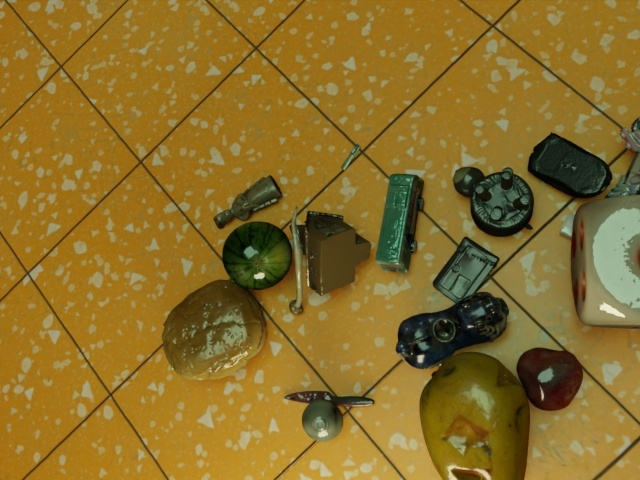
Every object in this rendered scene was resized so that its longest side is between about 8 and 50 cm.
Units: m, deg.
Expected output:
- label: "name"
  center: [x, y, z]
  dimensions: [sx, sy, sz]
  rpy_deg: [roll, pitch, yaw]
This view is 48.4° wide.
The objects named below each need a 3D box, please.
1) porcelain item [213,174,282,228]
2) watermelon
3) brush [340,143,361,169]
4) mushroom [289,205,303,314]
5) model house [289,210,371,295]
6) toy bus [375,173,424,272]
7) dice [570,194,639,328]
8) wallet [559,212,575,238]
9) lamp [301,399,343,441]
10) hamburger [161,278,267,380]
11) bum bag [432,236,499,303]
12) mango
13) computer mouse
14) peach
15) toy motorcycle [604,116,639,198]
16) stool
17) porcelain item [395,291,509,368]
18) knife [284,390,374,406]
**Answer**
- label: "porcelain item"
  center: [-0.216, -0.104, 2.035]
  dimensions: [0.213, 0.054, 0.084]
  rpy_deg: [-30, 68, 9]
- label: "watermelon"
  center: [-0.169, 0.039, 1.914]
  dimensions: [0.188, 0.215, 0.188]
  rpy_deg: [-1, 99, -3]
- label: "brush"
  center: [0.084, -0.235, 1.995]
  dimensions: [0.016, 0.013, 0.084]
  rpy_deg: [34, 89, 20]
- label: "mushroom"
  center: [-0.061, 0.064, 1.856]
  dimensions: [0.068, 0.043, 0.306]
  rpy_deg: [32, 129, 46]
- label: "model house"
  center: [0.000, 0.000, 1.908]
  dimensions: [0.176, 0.181, 0.248]
  rpy_deg: [-18, 34, -28]
- label: "toy bus"
  center: [0.209, -0.050, 1.861]
  dimensions: [0.091, 0.109, 0.262]
  rpy_deg: [4, 76, 25]
- label: "dice"
  center: [0.719, 0.057, 1.548]
  dimensions: [0.304, 0.304, 0.277]
  rpy_deg: [-1, 82, 12]
- label: "wallet"
  center: [0.657, -0.018, 1.751]
  dimensions: [0.122, 0.025, 0.061]
  rpy_deg: [26, 88, 22]
- label: "lamp"
  center: [0.005, 0.454, 1.794]
  dimensions: [0.105, 0.105, 0.105]
  rpy_deg: [-4, 75, 16]
- label: "hamburger"
  center: [-0.291, 0.246, 1.922]
  dimensions: [0.283, 0.144, 0.259]
  rpy_deg: [-38, 68, 8]
- label: "bum bag"
  center: [0.370, 0.081, 1.821]
  dimensions: [0.109, 0.026, 0.159]
  rpy_deg: [38, 95, 22]
- label: "mango"
  center: [0.365, 0.441, 1.649]
  dimensions: [0.253, 0.182, 0.365]
  rpy_deg: [-15, 84, 23]
- label: "computer mouse"
  center: [0.624, -0.180, 1.777]
  dimensions: [0.217, 0.073, 0.122]
  rpy_deg: [38, 96, 31]
- label: "peach"
  center: [0.521, 0.316, 1.645]
  dimensions: [0.152, 0.152, 0.152]
  rpy_deg: [-4, 75, 16]
- label: "toy motorcycle"
  center: [0.768, -0.161, 1.708]
  dimensions: [0.204, 0.108, 0.239]
  rpy_deg: [-27, 70, 9]
- label: "stool"
  center: [0.431, -0.102, 1.784]
  dimensions: [0.228, 0.139, 0.153]
  rpy_deg: [16, 80, 18]
- label: "porcelain item"
  center: [0.313, 0.216, 1.710]
  dimensions: [0.288, 0.186, 0.138]
  rpy_deg: [-24, 75, 14]
- label: "knife"
  center: [0.020, 0.410, 1.847]
  dimensions: [0.247, 0.018, 0.035]
  rpy_deg: [0, 79, 19]
